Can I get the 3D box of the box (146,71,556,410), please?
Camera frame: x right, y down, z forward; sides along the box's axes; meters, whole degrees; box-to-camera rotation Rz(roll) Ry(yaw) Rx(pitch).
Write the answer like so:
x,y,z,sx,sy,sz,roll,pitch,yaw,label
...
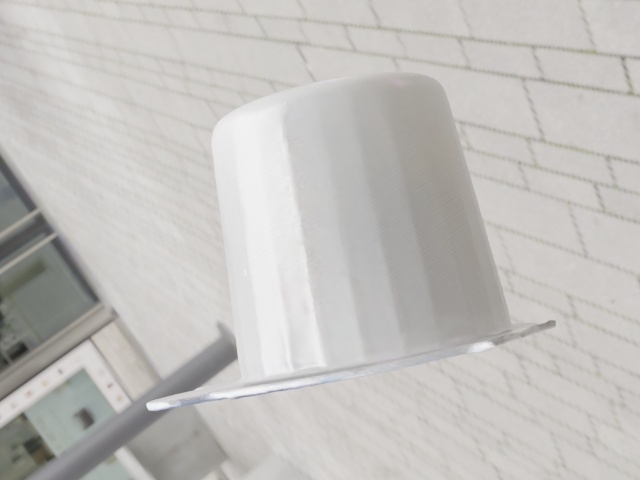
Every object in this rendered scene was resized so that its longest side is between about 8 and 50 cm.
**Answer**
x,y,z,sx,sy,sz,roll,pitch,yaw,label
0.000,0.000,0.766,0.262,0.291,0.206,125,134,-82,box
